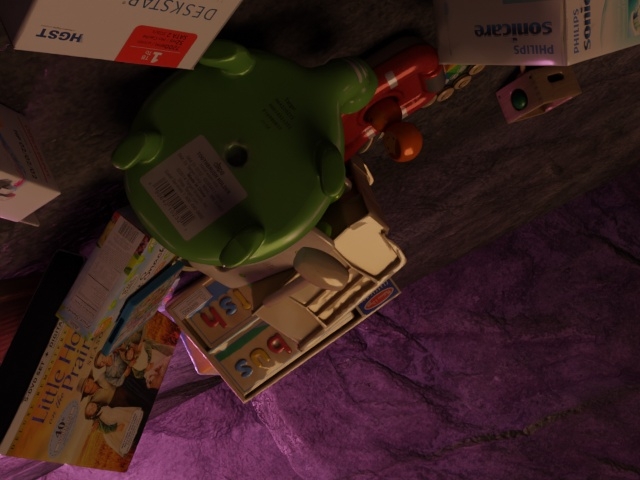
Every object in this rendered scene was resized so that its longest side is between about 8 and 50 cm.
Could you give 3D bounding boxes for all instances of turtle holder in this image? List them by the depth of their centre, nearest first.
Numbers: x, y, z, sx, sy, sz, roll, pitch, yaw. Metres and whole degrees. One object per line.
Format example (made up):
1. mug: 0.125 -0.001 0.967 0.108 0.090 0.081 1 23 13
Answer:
1. turtle holder: -0.088 -0.120 0.825 0.227 0.243 0.320 154 -41 -84

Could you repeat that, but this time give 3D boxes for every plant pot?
1. plant pot: -0.508 0.160 1.105 0.237 0.110 0.237 -26 165 -8

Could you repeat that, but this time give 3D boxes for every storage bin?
1. storage bin: 0.000 0.000 1.158 0.260 0.262 0.123 -42 120 19

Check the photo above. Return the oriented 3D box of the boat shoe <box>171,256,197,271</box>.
1. boat shoe: -0.201 0.001 1.218 0.073 0.080 0.223 -42 166 22

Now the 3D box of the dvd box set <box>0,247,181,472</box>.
1. dvd box set: -0.389 0.230 1.166 0.420 0.062 0.308 67 39 -65

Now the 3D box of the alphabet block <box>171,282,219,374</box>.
1. alphabet block: -0.203 0.177 1.541 0.197 0.193 0.192 -31 166 4

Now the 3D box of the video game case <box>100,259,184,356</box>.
1. video game case: -0.282 0.109 1.069 0.119 0.015 0.166 -46 177 -47

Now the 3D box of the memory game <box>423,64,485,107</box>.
1. memory game: 0.221 -0.288 1.165 0.186 0.012 0.186 -27 165 -8

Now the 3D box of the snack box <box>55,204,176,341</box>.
1. snack box: -0.276 0.029 1.000 0.207 0.070 0.174 -54 176 23

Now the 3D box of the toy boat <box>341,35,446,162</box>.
1. toy boat: 0.097 -0.182 1.011 0.231 0.151 0.151 -32 161 7

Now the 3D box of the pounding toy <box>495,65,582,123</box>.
1. pounding toy: 0.423 -0.308 1.342 0.141 0.100 0.130 -18 176 -27

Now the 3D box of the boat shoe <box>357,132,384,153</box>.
1. boat shoe: 0.095 -0.199 1.159 0.043 0.049 0.137 -17 154 -28

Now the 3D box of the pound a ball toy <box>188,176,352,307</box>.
1. pound a ball toy: -0.089 -0.007 1.026 0.136 0.208 0.319 36 143 -28

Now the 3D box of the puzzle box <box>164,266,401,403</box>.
1. puzzle box: -0.075 0.117 1.385 0.409 0.272 0.052 -37 -166 3

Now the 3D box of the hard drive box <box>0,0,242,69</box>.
1. hard drive box: -0.128 -0.251 0.526 0.181 0.089 0.232 -10 156 -49

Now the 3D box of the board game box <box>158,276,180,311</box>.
1. board game box: -0.393 0.127 1.331 0.211 0.039 0.160 -21 161 -32

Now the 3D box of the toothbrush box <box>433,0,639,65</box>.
1. toothbrush box: 0.324 -0.313 0.869 0.295 0.126 0.216 -22 -156 -26

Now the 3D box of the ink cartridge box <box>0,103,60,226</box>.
1. ink cartridge box: -0.328 -0.085 0.663 0.061 0.104 0.181 -31 165 7
